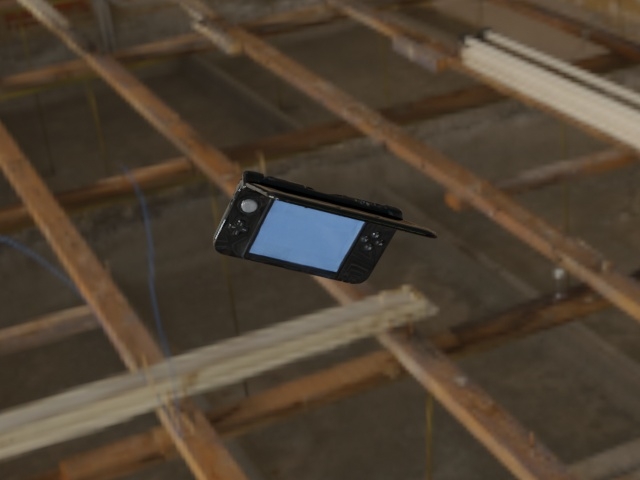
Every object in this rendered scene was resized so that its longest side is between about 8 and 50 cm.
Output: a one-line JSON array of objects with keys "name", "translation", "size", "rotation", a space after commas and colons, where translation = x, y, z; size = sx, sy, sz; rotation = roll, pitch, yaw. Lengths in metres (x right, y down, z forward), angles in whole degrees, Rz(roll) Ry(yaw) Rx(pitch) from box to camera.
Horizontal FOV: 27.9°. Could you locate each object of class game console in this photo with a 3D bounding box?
[{"name": "game console", "translation": [0.000, 0.000, 0.881], "size": [0.122, 0.107, 0.071], "rotation": [14, -142, -20]}]
